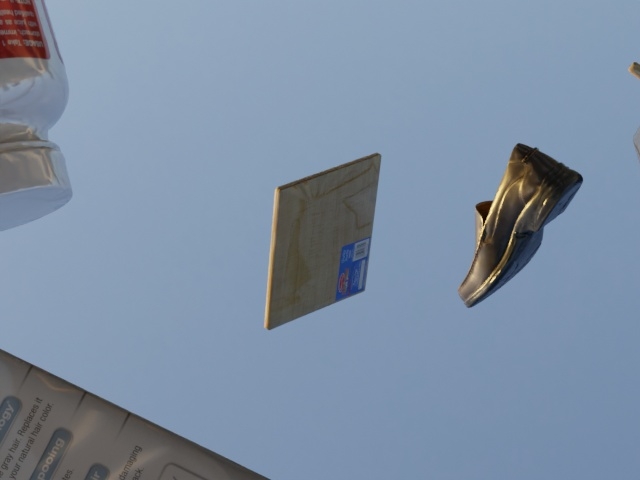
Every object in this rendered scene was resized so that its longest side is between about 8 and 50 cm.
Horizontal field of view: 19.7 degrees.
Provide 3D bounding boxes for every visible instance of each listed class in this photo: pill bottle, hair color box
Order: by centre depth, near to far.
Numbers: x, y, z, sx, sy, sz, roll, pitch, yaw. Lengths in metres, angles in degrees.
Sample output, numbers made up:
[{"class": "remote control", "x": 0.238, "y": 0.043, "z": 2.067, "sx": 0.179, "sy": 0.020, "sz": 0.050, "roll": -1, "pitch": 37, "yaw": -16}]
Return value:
[{"class": "hair color box", "x": -0.149, "y": 0.229, "z": 1.366, "sx": 0.374, "sy": 0.113, "sz": 0.185, "roll": 24, "pitch": -101, "yaw": 15}, {"class": "pill bottle", "x": -0.389, "y": -0.213, "z": 1.867, "sx": 0.229, "sy": 0.407, "sz": 0.229, "roll": -17, "pitch": 171, "yaw": -3}]

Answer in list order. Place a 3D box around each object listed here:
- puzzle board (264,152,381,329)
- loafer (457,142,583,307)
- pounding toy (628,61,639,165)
[{"class": "puzzle board", "x": 0.000, "y": 0.000, "z": 1.382, "sx": 0.096, "sy": 0.128, "sz": 0.011, "roll": -21, "pitch": -137, "yaw": -33}, {"class": "loafer", "x": 0.158, "y": -0.012, "z": 1.569, "sx": 0.061, "sy": 0.170, "sz": 0.062, "roll": 42, "pitch": -144, "yaw": 14}, {"class": "pounding toy", "x": 0.338, "y": -0.083, "z": 1.617, "sx": 0.130, "sy": 0.100, "sz": 0.141, "roll": -10, "pitch": -110, "yaw": -10}]
